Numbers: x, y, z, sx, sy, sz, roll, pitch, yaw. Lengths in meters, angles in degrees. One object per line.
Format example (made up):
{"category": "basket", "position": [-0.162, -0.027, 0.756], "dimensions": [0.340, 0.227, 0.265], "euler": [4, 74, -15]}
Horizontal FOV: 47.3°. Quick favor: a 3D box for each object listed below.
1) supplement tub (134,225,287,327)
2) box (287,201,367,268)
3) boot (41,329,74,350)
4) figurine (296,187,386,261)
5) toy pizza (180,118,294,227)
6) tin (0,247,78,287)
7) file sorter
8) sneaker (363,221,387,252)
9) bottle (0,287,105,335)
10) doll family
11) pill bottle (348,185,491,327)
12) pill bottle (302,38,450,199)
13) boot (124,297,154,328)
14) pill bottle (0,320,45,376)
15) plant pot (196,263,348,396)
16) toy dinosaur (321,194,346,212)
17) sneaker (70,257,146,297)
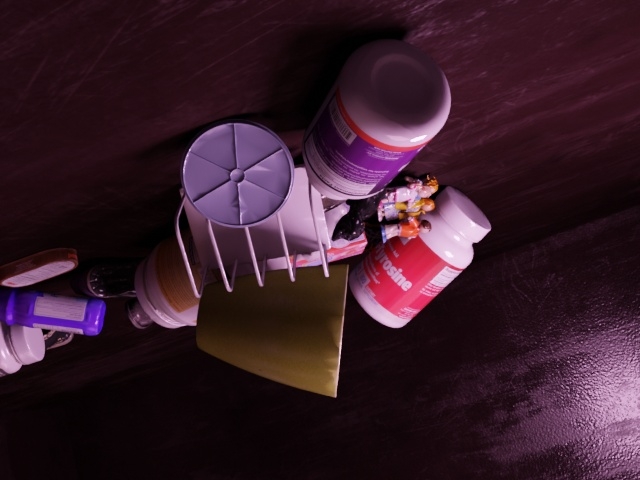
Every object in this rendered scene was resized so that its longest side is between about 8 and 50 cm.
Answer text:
{"category": "supplement tub", "position": [-0.263, 0.069, 1.731], "dimensions": [0.316, 0.228, 0.228], "euler": [-25, 164, 29]}
{"category": "box", "position": [-0.019, -0.005, 1.939], "dimensions": [0.257, 0.128, 0.122], "euler": [-16, 166, -8]}
{"category": "boot", "position": [-0.880, 0.297, 2.195], "dimensions": [0.236, 0.085, 0.178], "euler": [-21, 165, -9]}
{"category": "figurine", "position": [0.036, -0.043, 1.701], "dimensions": [0.215, 0.092, 0.209], "euler": [-30, -157, 38]}
{"category": "toy pizza", "position": [-0.147, -0.119, 1.297], "dimensions": [0.201, 0.201, 0.032], "euler": [-18, -157, 4]}
{"category": "tin", "position": [-0.645, 0.063, 1.664], "dimensions": [0.190, 0.040, 0.106], "euler": [-19, 162, 9]}
{"category": "file sorter", "position": [-0.131, -0.014, 1.442], "dimensions": [0.278, 0.192, 0.173], "euler": [-10, -154, 4]}
{"category": "sneaker", "position": [0.137, -0.005, 2.214], "dimensions": [0.215, 0.083, 0.084], "euler": [-3, 162, -40]}
{"category": "bottle", "position": [-0.671, 0.168, 1.765], "dimensions": [0.283, 0.092, 0.118], "euler": [9, 174, -8]}
{"category": "doll family", "position": [0.229, -0.108, 1.922], "dimensions": [0.163, 0.118, 0.263], "euler": [-11, 148, 2]}
{"category": "pill bottle", "position": [0.290, 0.046, 2.122], "dimensions": [0.407, 0.229, 0.229], "euler": [-48, 153, 23]}
{"category": "pill bottle", "position": [0.077, -0.185, 1.244], "dimensions": [0.182, 0.181, 0.323], "euler": [-11, 165, -21]}
{"category": "boot", "position": [-0.398, 0.148, 2.045], "dimensions": [0.229, 0.091, 0.263], "euler": [-30, 173, 19]}
{"category": "pill bottle", "position": [-0.922, 0.304, 2.009], "dimensions": [0.283, 0.161, 0.161], "euler": [-16, 166, -2]}
{"category": "plant pot", "position": [-0.100, 0.173, 1.518], "dimensions": [0.294, 0.274, 0.275], "euler": [5, 166, 2]}
{"category": "toy dinosaur", "position": [0.005, -0.104, 1.605], "dimensions": [0.160, 0.121, 0.313], "euler": [-12, 164, 5]}
{"category": "sneaker", "position": [-0.508, 0.101, 1.890], "dimensions": [0.124, 0.107, 0.283], "euler": [-9, 170, 38]}
